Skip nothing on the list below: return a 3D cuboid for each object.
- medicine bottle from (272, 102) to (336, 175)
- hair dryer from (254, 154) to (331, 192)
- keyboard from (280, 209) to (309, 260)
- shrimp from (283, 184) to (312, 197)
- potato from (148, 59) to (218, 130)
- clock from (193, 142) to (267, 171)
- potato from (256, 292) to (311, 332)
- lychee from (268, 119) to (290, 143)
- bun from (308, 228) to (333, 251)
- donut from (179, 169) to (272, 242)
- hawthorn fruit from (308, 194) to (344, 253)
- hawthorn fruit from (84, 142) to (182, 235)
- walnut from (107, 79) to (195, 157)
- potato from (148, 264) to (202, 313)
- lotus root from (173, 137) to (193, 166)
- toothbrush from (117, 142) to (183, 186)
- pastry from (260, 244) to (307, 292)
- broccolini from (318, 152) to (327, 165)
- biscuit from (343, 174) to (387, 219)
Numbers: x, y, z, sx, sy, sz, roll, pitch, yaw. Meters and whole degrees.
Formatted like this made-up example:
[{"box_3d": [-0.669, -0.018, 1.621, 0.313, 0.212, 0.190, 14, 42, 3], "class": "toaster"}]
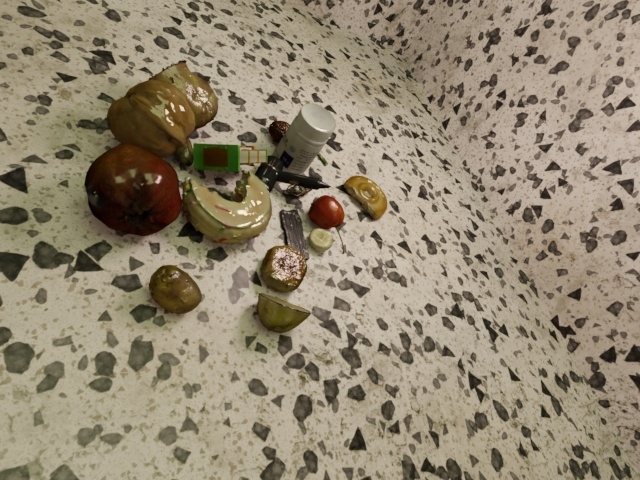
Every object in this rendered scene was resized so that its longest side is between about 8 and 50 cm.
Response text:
[{"box_3d": [-0.083, -0.483, 1.943, 0.190, 0.332, 0.189, 20, 48, -23], "class": "medicine bottle"}, {"box_3d": [-0.128, -0.271, 1.826, 0.353, 0.107, 0.189, 13, 47, 8], "class": "hair dryer"}, {"box_3d": [-0.115, -0.027, 1.791, 0.106, 0.016, 0.262, 5, 55, -33], "class": "keyboard"}, {"box_3d": [-0.108, -0.247, 1.930, 0.191, 0.073, 0.074, -10, 75, -38], "class": "shrimp"}, {"box_3d": [-0.590, -0.589, 1.732, 0.289, 0.301, 0.237, -39, 100, -11], "class": "potato"}, {"box_3d": [-0.376, -0.358, 1.725, 0.220, 0.106, 0.255, 7, 14, 21], "class": "clock"}, {"box_3d": [-0.148, 0.276, 1.454, 0.202, 0.182, 0.117, 27, 81, -42], "class": "potato"}, {"box_3d": [-0.209, -0.563, 2.078, 0.129, 0.123, 0.123, 18, 45, 3], "class": "lychee"}, {"box_3d": [0.000, 0.000, 1.816, 0.115, 0.069, 0.115, 5, 60, -9], "class": "bun"}, {"box_3d": [-0.357, -0.127, 1.590, 0.371, 0.150, 0.307, -20, 73, -45], "class": "donut"}, {"box_3d": [0.059, -0.075, 1.867, 0.165, 0.165, 0.285, -24, 83, -45], "class": "hawthorn fruit"}, {"box_3d": [-0.620, -0.181, 1.345, 0.309, 0.308, 0.324, 4, 68, -34], "class": "hawthorn fruit"}, {"box_3d": [-0.629, -0.456, 1.524, 0.285, 0.285, 0.296, 36, 75, -7], "class": "walnut"}, {"box_3d": [-0.476, 0.160, 1.306, 0.175, 0.137, 0.137, 59, 41, -14], "class": "potato"}, {"box_3d": [-0.584, -0.388, 1.685, 0.089, 0.081, 0.179, 51, 18, -68], "class": "lotus root"}, {"box_3d": [-0.624, -0.278, 1.604, 0.386, 0.040, 0.040, 33, 44, -14], "class": "toothbrush"}, {"box_3d": [-0.144, 0.114, 1.601, 0.182, 0.093, 0.192, 27, 49, -18], "class": "pastry"}, {"box_3d": [-0.071, -0.492, 2.172, 0.272, 0.062, 0.123, 39, 53, -8], "class": "broccolini"}, {"box_3d": [0.260, -0.255, 2.194, 0.274, 0.091, 0.213, 40, 45, 0], "class": "biscuit"}]
